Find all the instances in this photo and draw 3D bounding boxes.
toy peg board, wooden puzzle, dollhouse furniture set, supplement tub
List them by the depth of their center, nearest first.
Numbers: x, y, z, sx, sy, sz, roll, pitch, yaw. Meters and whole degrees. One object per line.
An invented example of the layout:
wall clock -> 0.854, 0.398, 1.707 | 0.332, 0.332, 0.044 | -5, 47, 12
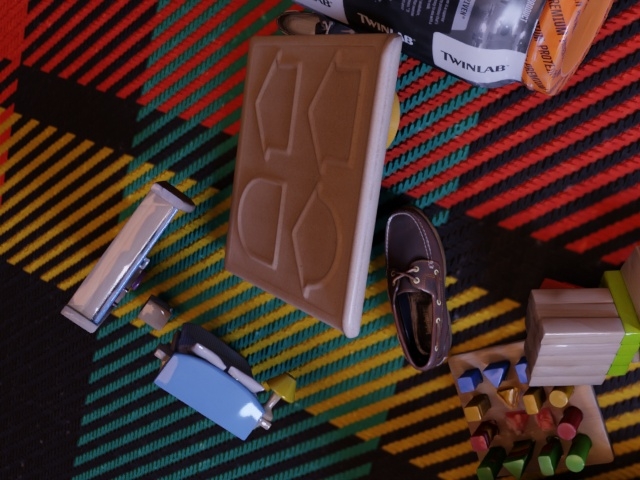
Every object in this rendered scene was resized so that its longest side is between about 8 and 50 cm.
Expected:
supplement tub -> 0.131, -0.297, 0.776 | 0.338, 0.207, 0.207 | 31, 110, 21
toy peg board -> 0.241, 0.207, 0.865 | 0.161, 0.079, 0.160 | -18, 89, 28
wooden puzzle -> -0.010, -0.084, 0.889 | 0.348, 0.081, 0.321 | 23, 108, 57
dollhouse furniture set -> -0.153, 0.085, 1.016 | 0.303, 0.286, 0.198 | 37, 91, -9

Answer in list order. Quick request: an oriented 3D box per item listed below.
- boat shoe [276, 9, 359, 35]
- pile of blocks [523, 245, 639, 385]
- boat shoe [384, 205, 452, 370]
boat shoe -> 0.001, -0.274, 0.941 | 0.125, 0.038, 0.046 | 23, 107, 23
pile of blocks -> 0.384, 0.054, 0.771 | 0.362, 0.149, 0.112 | -18, 46, 19
boat shoe -> 0.120, 0.059, 0.910 | 0.073, 0.073, 0.206 | -14, 90, 29
